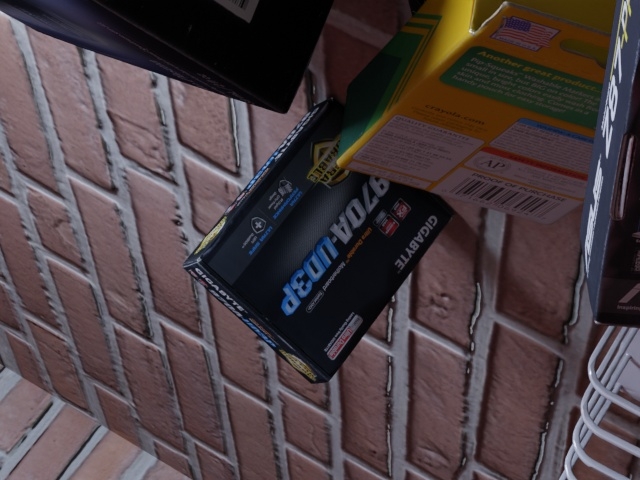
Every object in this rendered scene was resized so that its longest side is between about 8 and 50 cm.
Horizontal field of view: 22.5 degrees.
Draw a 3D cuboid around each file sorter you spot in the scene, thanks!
[{"bbox_3d":[0.336,0.165,1.460,0.193,0.173,0.278,28,152,17],"label":"file sorter"}]

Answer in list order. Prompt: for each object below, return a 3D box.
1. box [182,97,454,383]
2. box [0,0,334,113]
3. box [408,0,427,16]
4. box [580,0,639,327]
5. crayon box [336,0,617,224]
[{"bbox_3d":[0.000,0.000,1.551,0.175,0.220,0.051,44,158,-12],"label":"box"},{"bbox_3d":[-0.177,-0.253,1.282,0.294,0.183,0.296,22,178,31],"label":"box"},{"bbox_3d":[0.114,-0.203,1.266,0.083,0.052,0.062,22,151,31],"label":"box"},{"bbox_3d":[0.346,-0.090,0.810,0.394,0.097,0.318,3,129,2],"label":"box"},{"bbox_3d":[0.164,-0.119,1.222,0.203,0.083,0.323,15,159,-16],"label":"crayon box"}]
